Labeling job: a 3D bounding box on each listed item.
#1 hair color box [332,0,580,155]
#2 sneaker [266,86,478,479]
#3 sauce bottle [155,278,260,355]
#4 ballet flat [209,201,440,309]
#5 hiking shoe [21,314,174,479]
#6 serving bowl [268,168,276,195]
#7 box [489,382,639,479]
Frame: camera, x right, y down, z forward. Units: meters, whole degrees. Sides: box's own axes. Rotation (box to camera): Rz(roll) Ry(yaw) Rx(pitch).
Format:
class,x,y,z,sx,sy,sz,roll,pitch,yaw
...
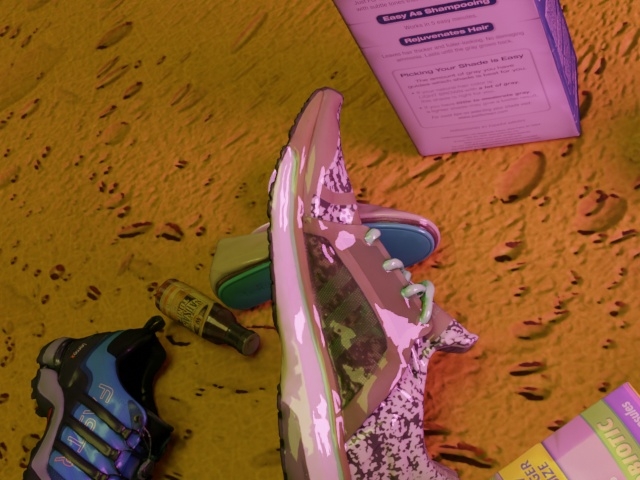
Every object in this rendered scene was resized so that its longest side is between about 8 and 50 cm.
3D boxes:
class,x,y,z,sx,sy,sz,roll,pitch,yaw
hair color box,0.124,-0.217,1.046,0.174,0.347,0.105,-6,61,21
sneaker,0.048,0.065,1.028,0.182,0.158,0.410,-4,88,-1
sauce bottle,-0.117,0.081,1.178,0.128,0.042,0.042,24,75,34
ballet flat,0.000,0.000,1.151,0.248,0.086,0.086,-15,58,17
hiking shoe,-0.210,0.214,1.103,0.132,0.113,0.304,-19,57,15
serving bowl,-0.013,-0.057,1.215,0.083,0.027,0.083,-11,59,19
box,0.251,0.251,0.799,0.117,0.243,0.213,-36,54,3
